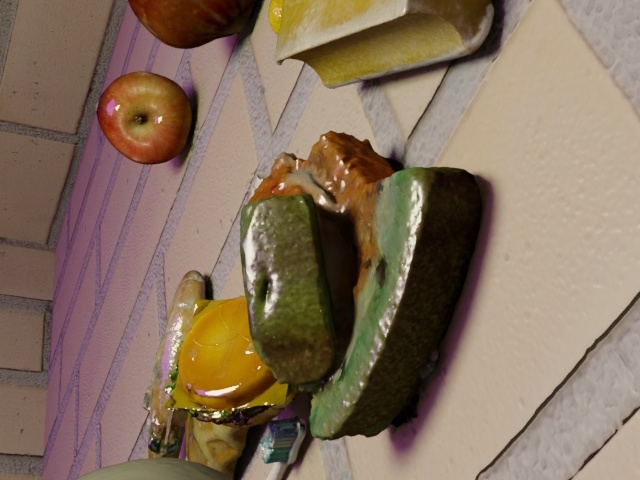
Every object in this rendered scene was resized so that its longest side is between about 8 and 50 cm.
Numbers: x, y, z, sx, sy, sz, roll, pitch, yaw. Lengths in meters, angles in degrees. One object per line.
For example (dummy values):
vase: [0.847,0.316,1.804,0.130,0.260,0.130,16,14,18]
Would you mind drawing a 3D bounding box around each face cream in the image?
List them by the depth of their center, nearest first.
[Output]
face cream: [-0.093,-0.036,1.235,0.038,0.020,0.115,-119,41,-56]

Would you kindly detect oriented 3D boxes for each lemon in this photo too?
lemon: [-0.036,-0.289,1.156,0.092,0.065,0.065,-100,30,-45]

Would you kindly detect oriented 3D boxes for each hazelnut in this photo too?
hazelnut: [-0.190,-0.416,1.424,0.229,0.229,0.230,-169,90,-68]

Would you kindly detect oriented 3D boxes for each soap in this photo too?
soap: [0.059,-0.288,0.846,0.281,0.143,0.259,2,85,62]

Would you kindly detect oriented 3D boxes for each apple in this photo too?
apple: [-0.326,-0.234,1.696,0.199,0.199,0.199,-169,90,-68]

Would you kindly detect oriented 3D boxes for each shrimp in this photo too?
shrimp: [-0.226,0.201,1.394,0.168,0.077,0.317,152,130,-75]

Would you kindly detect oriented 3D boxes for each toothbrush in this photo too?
toothbrush: [-0.094,0.343,1.055,0.042,0.040,0.418,61,141,40]

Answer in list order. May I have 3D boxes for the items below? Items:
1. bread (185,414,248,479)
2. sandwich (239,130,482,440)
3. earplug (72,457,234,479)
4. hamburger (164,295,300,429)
bread: [-0.124,0.209,1.124,0.128,0.088,0.232,-96,21,-52]
sandwich: [0.000,0.000,0.813,0.250,0.162,0.301,-66,28,20]
earplug: [-0.104,0.368,0.702,0.394,0.312,0.313,-177,97,-67]
hamburger: [-0.077,0.133,0.973,0.189,0.093,0.164,1,55,33]
